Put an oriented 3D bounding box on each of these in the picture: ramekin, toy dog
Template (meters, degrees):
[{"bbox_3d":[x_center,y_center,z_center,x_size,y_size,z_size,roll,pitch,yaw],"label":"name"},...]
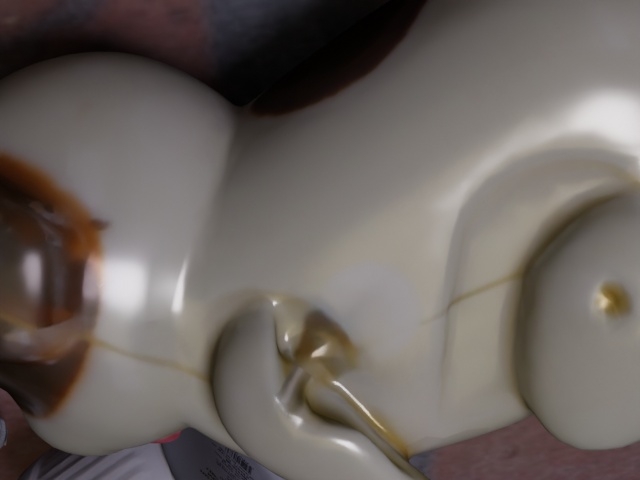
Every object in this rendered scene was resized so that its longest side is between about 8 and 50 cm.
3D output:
[{"bbox_3d":[-0.087,0.193,0.774,0.109,0.207,0.207,-42,115,12],"label":"ramekin"},{"bbox_3d":[0.000,0.000,0.607,0.407,0.284,0.395,-6,122,5],"label":"toy dog"}]

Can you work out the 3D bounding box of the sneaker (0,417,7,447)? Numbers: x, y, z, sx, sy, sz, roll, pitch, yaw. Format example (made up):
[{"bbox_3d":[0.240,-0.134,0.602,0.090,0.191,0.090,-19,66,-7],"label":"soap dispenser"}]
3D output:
[{"bbox_3d":[-0.257,0.057,0.719,0.115,0.105,0.281,-5,149,-6],"label":"sneaker"}]
